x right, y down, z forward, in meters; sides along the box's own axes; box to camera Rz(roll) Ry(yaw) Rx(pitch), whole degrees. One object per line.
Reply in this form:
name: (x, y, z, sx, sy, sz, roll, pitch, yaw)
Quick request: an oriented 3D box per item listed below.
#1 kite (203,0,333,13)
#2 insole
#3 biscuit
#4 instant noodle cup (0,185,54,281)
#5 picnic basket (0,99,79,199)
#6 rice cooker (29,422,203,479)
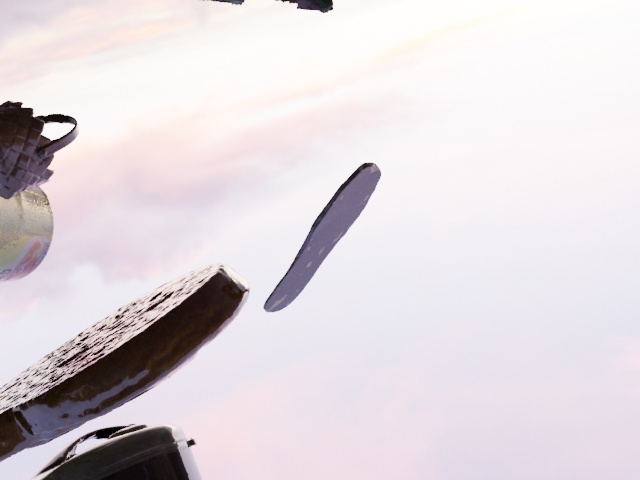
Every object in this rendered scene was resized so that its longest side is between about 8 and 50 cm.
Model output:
kite: (-0.084, -0.232, 0.456, 0.323, 0.268, 0.013, -43, -174, -14)
insole: (0.000, 0.000, 1.010, 0.011, 0.248, 0.081, 47, -154, 25)
biscuit: (-0.257, 0.152, 0.918, 0.350, 0.070, 0.394, -39, -168, -39)
instant noodle cup: (-0.617, -0.032, 1.418, 0.264, 0.265, 0.200, -11, 173, 17)
picnic basket: (-0.472, -0.158, 1.292, 0.128, 0.138, 0.178, 18, -142, 27)
rice cooker: (-0.360, 0.497, 1.436, 0.335, 0.326, 0.335, -23, 168, -5)
